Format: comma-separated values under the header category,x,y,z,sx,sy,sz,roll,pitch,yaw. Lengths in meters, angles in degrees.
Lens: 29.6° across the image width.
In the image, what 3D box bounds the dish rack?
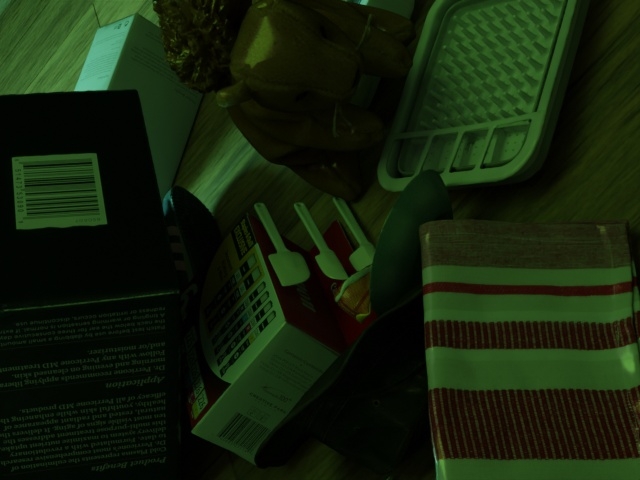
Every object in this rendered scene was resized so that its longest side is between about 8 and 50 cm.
category,x,y,z,sx,sy,sz,roll,pitch,yaw
dish rack,0.228,-0.208,1.614,0.285,0.072,0.333,-4,63,51

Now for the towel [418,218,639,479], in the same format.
category,x,y,z,sx,sy,sz,roll,pitch,yaw
towel,0.229,0.114,1.280,0.237,0.037,0.329,-1,55,2

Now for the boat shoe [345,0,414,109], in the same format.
category,x,y,z,sx,sy,sz,roll,pitch,yaw
boat shoe,0.034,-0.278,1.880,0.301,0.108,0.102,-62,29,0

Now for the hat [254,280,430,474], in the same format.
category,x,y,z,sx,sy,sz,roll,pitch,yaw
hat,0.081,0.188,1.441,0.134,0.331,0.331,43,105,10

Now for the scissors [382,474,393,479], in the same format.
category,x,y,z,sx,sy,sz,roll,pitch,yaw
scissors,0.003,0.417,1.501,0.297,0.021,0.109,-44,35,20

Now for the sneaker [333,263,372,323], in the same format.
category,x,y,z,sx,sy,sz,roll,pitch,yaw
sneaker,0.089,0.052,1.578,0.175,0.067,0.064,-38,-11,-35

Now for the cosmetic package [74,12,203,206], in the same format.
category,x,y,z,sx,sy,sz,roll,pitch,yaw
cosmetic package,-0.361,-0.210,2.251,0.155,0.197,0.365,-5,61,50

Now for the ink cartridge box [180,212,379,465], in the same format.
category,x,y,z,sx,sy,sz,roll,pitch,yaw
ink cartridge box,-0.071,0.107,1.684,0.272,0.130,0.309,-50,28,14

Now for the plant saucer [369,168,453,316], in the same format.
category,x,y,z,sx,sy,sz,roll,pitch,yaw
plant saucer,0.123,0.010,1.495,0.037,0.195,0.195,21,82,25

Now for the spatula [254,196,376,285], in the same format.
category,x,y,z,sx,sy,sz,roll,pitch,yaw
spatula,0.000,0.000,1.699,0.242,0.168,0.019,-119,26,-59

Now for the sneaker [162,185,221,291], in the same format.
category,x,y,z,sx,sy,sz,roll,pitch,yaw
sneaker,-0.231,0.041,1.980,0.131,0.112,0.319,-43,37,22

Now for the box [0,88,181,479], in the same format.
category,x,y,z,sx,sy,sz,roll,pitch,yaw
box,-0.376,0.105,1.770,0.480,0.297,0.472,-109,20,-47

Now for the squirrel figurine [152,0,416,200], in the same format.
category,x,y,z,sx,sy,sz,roll,pitch,yaw
squirrel figurine,-0.081,-0.251,1.634,0.281,0.397,0.370,-64,-9,7
